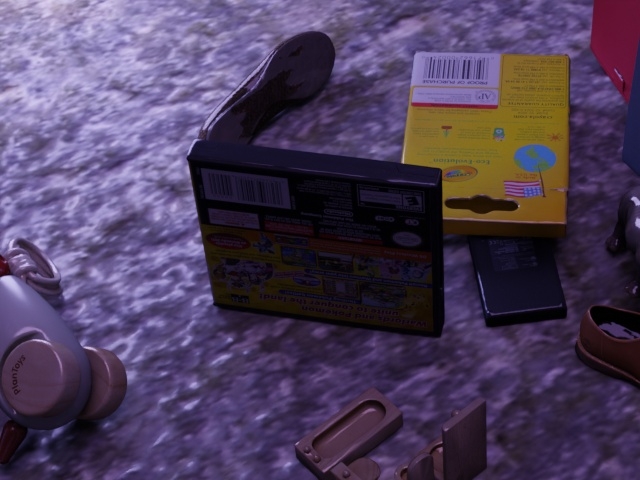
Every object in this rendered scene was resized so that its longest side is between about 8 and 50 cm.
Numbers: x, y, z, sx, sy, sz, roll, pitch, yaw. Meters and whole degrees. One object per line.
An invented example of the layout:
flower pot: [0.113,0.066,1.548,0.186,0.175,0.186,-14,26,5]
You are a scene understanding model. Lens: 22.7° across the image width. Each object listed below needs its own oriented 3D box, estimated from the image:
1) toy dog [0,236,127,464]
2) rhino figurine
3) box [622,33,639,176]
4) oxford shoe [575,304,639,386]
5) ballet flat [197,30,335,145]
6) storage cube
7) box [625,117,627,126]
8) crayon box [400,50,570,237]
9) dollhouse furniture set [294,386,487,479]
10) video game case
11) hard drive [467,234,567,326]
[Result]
toy dog: [-0.366,0.115,1.770,0.161,0.220,0.333,-48,46,6]
rhino figurine: [0.383,0.019,1.771,0.073,0.106,0.243,6,30,-10]
box: [0.581,-0.134,1.739,0.395,0.212,0.293,-6,30,-17]
oxford shoe: [0.381,0.127,1.738,0.212,0.076,0.076,18,52,18]
ballet flat: [-0.074,-0.188,2.067,0.250,0.084,0.058,-47,24,-26]
storage cube: [0.463,-0.284,2.009,0.184,0.193,0.215,-17,50,-9]
box: [0.453,-0.078,1.913,0.114,0.036,0.207,-11,58,-4]
crayon box: [0.200,-0.104,1.933,0.202,0.081,0.318,3,42,8]
dollhouse furniture set: [0.071,0.199,1.671,0.144,0.123,0.151,-35,54,-23]
video game case: [0.000,0.000,1.769,0.275,0.248,0.035,7,48,12]
hard drive: [0.229,0.038,1.863,0.094,0.022,0.135,-7,48,-1]
